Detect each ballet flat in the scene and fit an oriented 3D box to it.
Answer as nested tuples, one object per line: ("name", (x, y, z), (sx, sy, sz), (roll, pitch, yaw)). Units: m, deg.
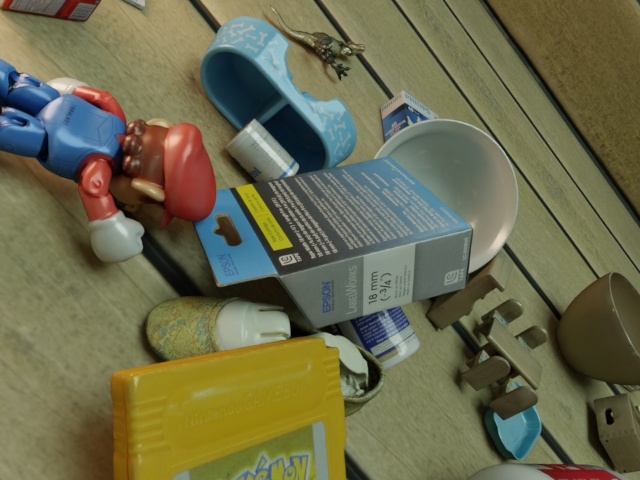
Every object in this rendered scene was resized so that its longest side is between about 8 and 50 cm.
("ballet flat", (-0.050, 0.142, 0.771), (0.348, 0.123, 0.123), (29, 45, -32))

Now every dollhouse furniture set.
("dollhouse furniture set", (0.355, 0.168, 1.136), (0.242, 0.161, 0.212), (47, 35, -1))

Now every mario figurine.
("mario figurine", (-0.280, -0.090, 0.706), (0.320, 0.170, 0.198), (22, 85, -25))

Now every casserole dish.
("casserole dish", (0.375, 0.354, 1.162), (0.188, 0.037, 0.114), (-21, 81, -52))

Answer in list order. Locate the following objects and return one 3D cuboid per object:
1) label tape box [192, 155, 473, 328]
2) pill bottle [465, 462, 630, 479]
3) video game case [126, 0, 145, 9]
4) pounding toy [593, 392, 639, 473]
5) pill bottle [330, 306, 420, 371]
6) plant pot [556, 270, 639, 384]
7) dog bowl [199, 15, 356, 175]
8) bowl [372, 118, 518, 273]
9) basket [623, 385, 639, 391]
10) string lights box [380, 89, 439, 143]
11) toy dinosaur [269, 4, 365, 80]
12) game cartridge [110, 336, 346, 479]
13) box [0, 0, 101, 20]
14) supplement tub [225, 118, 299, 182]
("label tape box", (0.000, 0.000, 0.821), (0.333, 0.106, 0.241), (-13, 34, -17))
("pill bottle", (0.336, 0.455, 0.886), (0.407, 0.229, 0.229), (19, 51, -40))
("video game case", (-0.335, -0.427, 0.938), (0.122, 0.011, 0.087), (19, 51, -40))
("pounding toy", (0.752, 0.480, 1.459), (0.206, 0.094, 0.181), (55, 31, -19))
("pill bottle", (0.064, 0.107, 0.924), (0.112, 0.112, 0.187), (-21, 81, -53))
("plant pot", (0.718, 0.243, 1.498), (0.284, 0.191, 0.284), (27, 47, -34))
("dog bowl", (-0.074, -0.218, 0.969), (0.297, 0.166, 0.074), (45, 50, -16))
("bowl", (0.216, -0.078, 1.150), (0.298, 0.298, 0.134), (53, -3, -6))
("basket", (0.888, 0.351, 1.685), (0.167, 0.103, 0.113), (32, 44, -29))
("string lights box", (0.217, -0.200, 1.343), (0.133, 0.076, 0.260), (24, 48, -34))
("toy dinosaur", (0.008, -0.417, 1.278), (0.268, 0.064, 0.118), (6, 46, -46))
("game cartridge", (-0.072, 0.275, 0.614), (0.285, 0.052, 0.324), (-1, 88, -48))
("box", (-0.315, -0.411, 0.745), (0.128, 0.257, 0.123), (-15, 78, -52))
("supplement tub", (-0.093, -0.134, 0.953), (0.107, 0.071, 0.071), (45, 39, -15))
